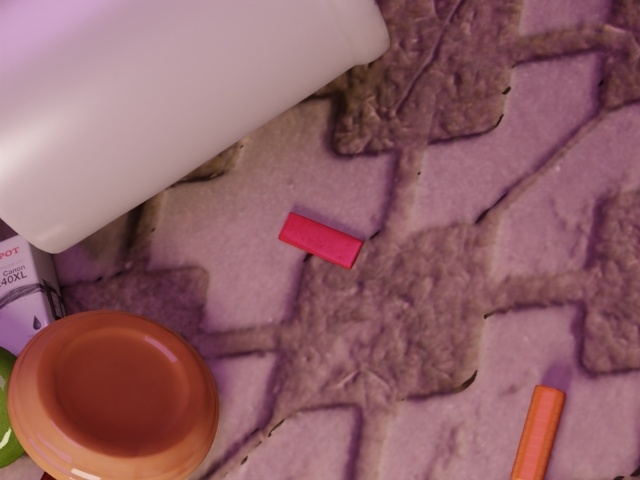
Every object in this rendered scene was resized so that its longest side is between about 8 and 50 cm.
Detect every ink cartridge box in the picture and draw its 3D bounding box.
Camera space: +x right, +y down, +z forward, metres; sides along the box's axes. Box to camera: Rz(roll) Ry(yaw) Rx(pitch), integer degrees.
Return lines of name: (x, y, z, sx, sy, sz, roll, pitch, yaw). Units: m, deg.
ink cartridge box: (-0.317, 0.082, 1.250, 0.109, 0.063, 0.150, -22, 69, 6)

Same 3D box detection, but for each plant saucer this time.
plant saucer: (-0.188, 0.142, 1.155, 0.200, 0.037, 0.200, 13, 47, -14)

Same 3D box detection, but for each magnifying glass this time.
magnifying glass: (0.176, 0.242, 1.107, 0.092, 0.026, 0.231, 14, 76, 17)

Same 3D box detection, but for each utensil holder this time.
utensil holder: (-0.179, -0.213, 1.191, 0.385, 0.327, 0.327, -34, 67, 2)

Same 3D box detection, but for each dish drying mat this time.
dish drying mat: (0.000, 0.000, 1.239, 0.083, 0.008, 0.032, 23, 78, 18)

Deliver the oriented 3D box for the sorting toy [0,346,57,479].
sorting toy: (-0.320, 0.179, 1.132, 0.365, 0.126, 0.127, 40, 102, 6)
